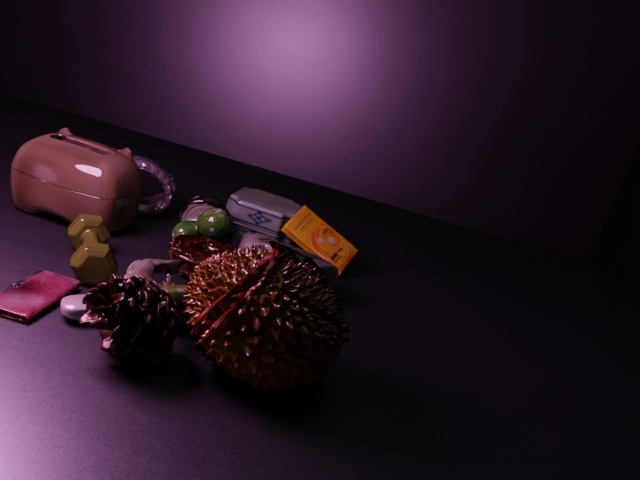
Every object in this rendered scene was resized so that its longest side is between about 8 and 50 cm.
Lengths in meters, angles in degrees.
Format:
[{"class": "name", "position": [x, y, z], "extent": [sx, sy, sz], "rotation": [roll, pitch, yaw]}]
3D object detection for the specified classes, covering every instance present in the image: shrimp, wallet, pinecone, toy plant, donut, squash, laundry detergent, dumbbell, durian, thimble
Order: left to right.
[{"class": "wallet", "position": [-0.680, 0.128, 1.379], "extent": [0.119, 0.025, 0.232], "rotation": [17, 17, 2]}, {"class": "dumbbell", "position": [-0.639, 0.020, 1.625], "extent": [0.108, 0.121, 0.302], "rotation": [41, 0, -33]}, {"class": "pinecone", "position": [-0.393, 0.162, 1.222], "extent": [0.184, 0.179, 0.204], "rotation": [15, -16, 17]}, {"class": "thimble", "position": [-0.668, -0.212, 2.195], "extent": [0.236, 0.205, 0.172], "rotation": [10, 16, -17]}, {"class": "shrimp", "position": [-0.364, 0.120, 1.531], "extent": [0.247, 0.085, 0.360], "rotation": [39, 22, 20]}, {"class": "squash", "position": [-0.294, 0.136, 1.408], "extent": [0.229, 0.066, 0.066], "rotation": [1, 22, -45]}, {"class": "donut", "position": [-0.358, 0.058, 1.799], "extent": [0.235, 0.089, 0.235], "rotation": [14, 17, -4]}, {"class": "toy plant", "position": [-0.395, -0.059, 1.991], "extent": [0.218, 0.175, 0.235], "rotation": [-23, 21, 12]}, {"class": "durian", "position": [-0.119, 0.162, 1.291], "extent": [0.384, 0.348, 0.347], "rotation": [16, 16, 7]}, {"class": "laundry detergent", "position": [-0.161, 0.065, 1.911], "extent": [0.398, 0.125, 0.264], "rotation": [27, 20, 37]}]

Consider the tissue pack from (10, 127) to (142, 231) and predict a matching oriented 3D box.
[{"class": "tissue pack", "position": [-0.799, -0.200, 1.918], "extent": [0.387, 0.277, 0.267], "rotation": [18, 19, 10]}]

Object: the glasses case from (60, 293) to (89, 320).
[{"class": "glasses case", "position": [-0.510, 0.162, 1.377], "extent": [0.197, 0.049, 0.076], "rotation": [8, 19, -34]}]

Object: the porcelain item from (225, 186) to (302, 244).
[{"class": "porcelain item", "position": [-0.222, -0.087, 2.287], "extent": [0.286, 0.157, 0.281], "rotation": [18, 15, 2]}]

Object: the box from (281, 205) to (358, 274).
[{"class": "box", "position": [0.000, 0.000, 2.142], "extent": [0.269, 0.043, 0.152], "rotation": [39, 47, 1]}]
